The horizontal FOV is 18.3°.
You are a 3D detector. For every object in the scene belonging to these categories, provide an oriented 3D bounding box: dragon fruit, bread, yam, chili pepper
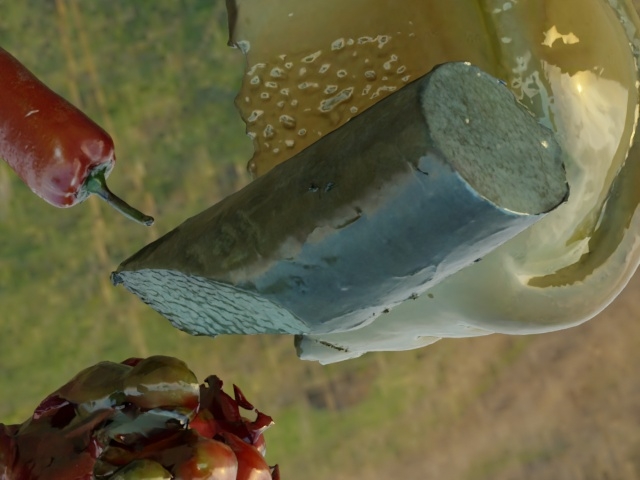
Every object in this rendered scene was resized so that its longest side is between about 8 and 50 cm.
[{"bbox_3d":[-0.122,0.188,1.408,0.307,0.227,0.243,-8,144,47],"label":"dragon fruit"},{"bbox_3d":[0.096,-0.083,1.351,0.270,0.315,0.211,-16,171,32],"label":"bread"},{"bbox_3d":[0.000,0.000,1.050,0.259,0.106,0.106,-32,164,35],"label":"yam"},{"bbox_3d":[-0.210,-0.089,1.369,0.063,0.272,0.071,-35,153,-30],"label":"chili pepper"}]
